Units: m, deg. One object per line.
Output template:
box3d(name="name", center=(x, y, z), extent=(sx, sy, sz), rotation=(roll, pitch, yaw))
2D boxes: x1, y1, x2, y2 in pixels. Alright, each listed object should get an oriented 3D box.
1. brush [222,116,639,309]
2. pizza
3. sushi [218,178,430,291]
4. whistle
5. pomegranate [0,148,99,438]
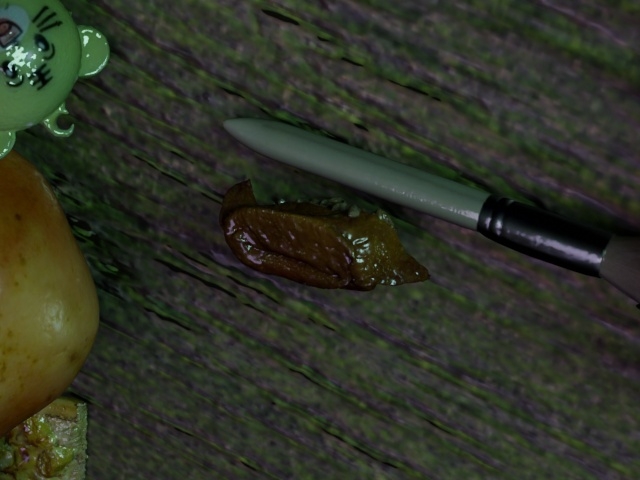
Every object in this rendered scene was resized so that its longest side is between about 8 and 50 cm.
box3d(name="brush", center=(0.076, -0.015, 1.031), extent=(0.299, 0.039, 0.042), rotation=(18, 127, 20))
box3d(name="pizza", center=(-0.188, 0.153, 1.290), extent=(0.123, 0.026, 0.109), rotation=(-16, 112, 35))
box3d(name="sushi", center=(0.000, 0.000, 1.070), extent=(0.120, 0.055, 0.052), rotation=(9, 116, 34))
box3d(name="whistle", center=(-0.215, -0.146, 1.072), extent=(0.227, 0.105, 0.085), rotation=(49, 163, -7))
box3d(name="pomegranate", center=(-0.240, 0.032, 1.126), extent=(0.209, 0.209, 0.209), rotation=(14, 125, 21))
